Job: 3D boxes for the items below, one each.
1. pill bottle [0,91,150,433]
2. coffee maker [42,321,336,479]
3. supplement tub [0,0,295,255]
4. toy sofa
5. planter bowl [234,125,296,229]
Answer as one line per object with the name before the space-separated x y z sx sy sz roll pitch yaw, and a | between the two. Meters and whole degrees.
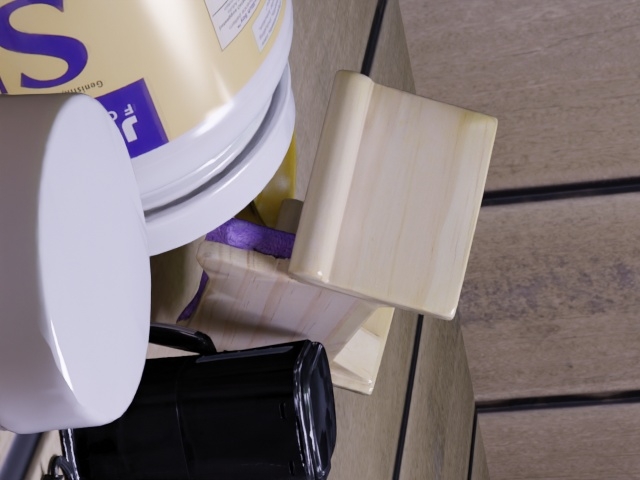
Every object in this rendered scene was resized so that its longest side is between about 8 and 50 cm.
pill bottle | -0.204 0.016 0.645 0.152 0.272 0.152 -5 90 -78
coffee maker | -0.085 0.143 1.344 0.171 0.178 0.120 -80 160 -50
supplement tub | -0.150 -0.170 1.041 0.331 0.241 0.241 71 18 -46
toy sofa | 0.000 0.000 1.398 0.362 0.177 0.150 118 -12 -74
planter bowl | -0.090 -0.107 1.630 0.217 0.090 0.217 -6 90 -77
